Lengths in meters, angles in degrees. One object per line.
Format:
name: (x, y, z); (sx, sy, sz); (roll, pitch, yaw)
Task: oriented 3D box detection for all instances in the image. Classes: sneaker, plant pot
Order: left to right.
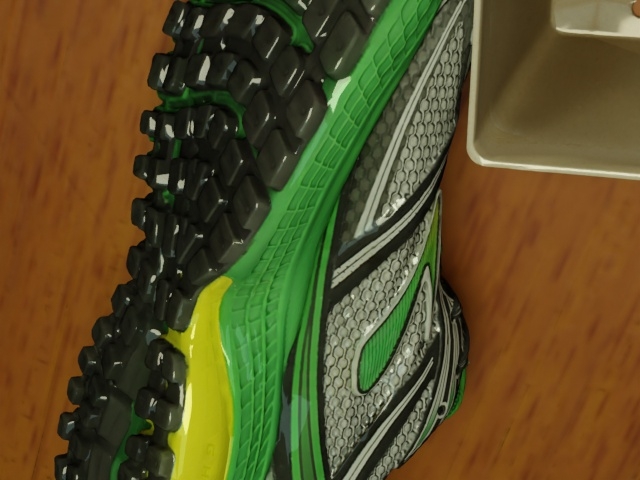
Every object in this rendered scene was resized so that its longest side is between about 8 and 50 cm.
sneaker: (0.000, 0.000, 0.628); (0.146, 0.134, 0.343); (6, 116, -30)
plant pot: (0.115, -0.090, 0.548); (0.109, 0.096, 0.109); (6, 116, 12)
